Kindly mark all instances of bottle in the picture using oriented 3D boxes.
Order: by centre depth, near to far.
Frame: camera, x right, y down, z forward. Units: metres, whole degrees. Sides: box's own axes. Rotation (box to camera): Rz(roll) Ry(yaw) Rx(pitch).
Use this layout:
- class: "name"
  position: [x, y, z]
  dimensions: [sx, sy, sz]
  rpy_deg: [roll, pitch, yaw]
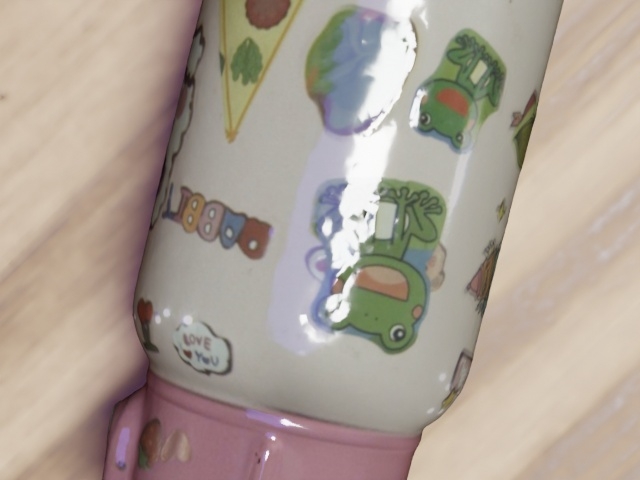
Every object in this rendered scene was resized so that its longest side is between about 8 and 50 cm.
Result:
- class: "bottle"
  position: [0.000, 0.000, 0.468]
  dimensions: [0.120, 0.120, 0.253]
  rpy_deg: [15, 91, 3]
